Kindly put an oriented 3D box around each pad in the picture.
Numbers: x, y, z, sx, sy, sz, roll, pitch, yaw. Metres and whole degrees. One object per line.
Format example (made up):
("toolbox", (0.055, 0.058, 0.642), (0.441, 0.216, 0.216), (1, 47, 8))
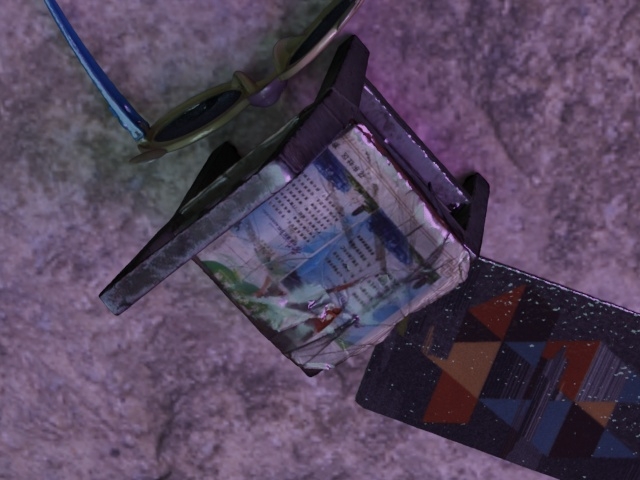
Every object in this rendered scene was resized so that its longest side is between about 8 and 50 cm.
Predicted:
("pad", (0.143, 0.092, 1.061), (0.211, 0.003, 0.143), (19, 113, 1))

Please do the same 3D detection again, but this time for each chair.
("chair", (0.000, 0.000, 0.902), (0.136, 0.270, 0.147), (-37, 101, 19))

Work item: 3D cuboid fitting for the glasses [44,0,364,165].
("glasses", (-0.083, -0.178, 0.970), (0.189, 0.088, 0.220), (-33, 84, 20))
